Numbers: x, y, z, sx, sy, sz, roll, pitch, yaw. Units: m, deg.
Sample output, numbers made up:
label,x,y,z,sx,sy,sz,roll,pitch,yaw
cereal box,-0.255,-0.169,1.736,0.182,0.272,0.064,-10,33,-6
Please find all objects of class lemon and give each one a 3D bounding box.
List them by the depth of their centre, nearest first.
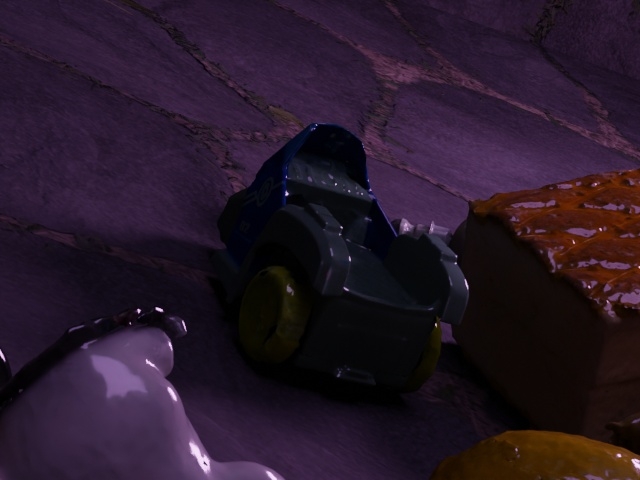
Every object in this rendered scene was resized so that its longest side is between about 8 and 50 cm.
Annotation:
label,x,y,z,sx,sy,sz,roll,pitch,yaw
lemon,0.192,0.250,1.481,0.260,0.204,0.204,29,17,16

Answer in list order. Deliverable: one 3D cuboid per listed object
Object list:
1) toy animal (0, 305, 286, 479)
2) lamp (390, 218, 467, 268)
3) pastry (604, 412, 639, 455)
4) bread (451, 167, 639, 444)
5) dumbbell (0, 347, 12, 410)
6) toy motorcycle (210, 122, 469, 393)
label,x,y,z,sx,sy,sz,roll,pitch,yaw
toy animal,-0.091,0.210,1.206,0.310,0.183,0.247,54,22,17
lamp,0.161,0.004,2.371,0.163,0.091,0.091,12,15,10
pastry,0.362,0.257,1.640,0.240,0.235,0.132,-6,29,-10
bread,0.315,0.075,2.060,0.279,0.207,0.279,-11,33,-29
dumbbell,-0.297,0.081,1.469,0.110,0.110,0.254,20,11,-19
toy motorcycle,0.000,0.000,1.946,0.191,0.200,0.326,14,23,-32
